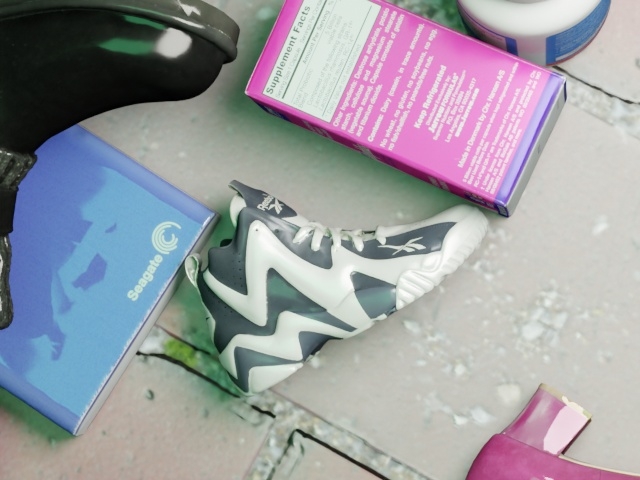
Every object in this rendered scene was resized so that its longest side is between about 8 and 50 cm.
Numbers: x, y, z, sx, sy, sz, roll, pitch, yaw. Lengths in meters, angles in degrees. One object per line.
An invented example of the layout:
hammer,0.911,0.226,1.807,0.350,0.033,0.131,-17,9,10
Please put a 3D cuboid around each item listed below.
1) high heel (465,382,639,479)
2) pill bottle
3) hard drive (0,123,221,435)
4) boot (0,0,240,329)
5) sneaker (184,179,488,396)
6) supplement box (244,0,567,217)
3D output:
high heel,0.227,0.219,1.419,0.244,0.082,0.117,36,84,12
pill bottle,0.156,-0.204,1.392,0.124,0.221,0.124,0,86,7
hard drive,-0.270,-0.017,1.524,0.318,0.040,0.210,33,90,8
boot,-0.232,-0.056,1.431,0.348,0.131,0.260,-1,78,18
sneaker,0.000,0.000,1.461,0.235,0.094,0.153,-32,91,14
supplement box,0.068,-0.113,1.453,0.220,0.111,0.114,25,90,9
